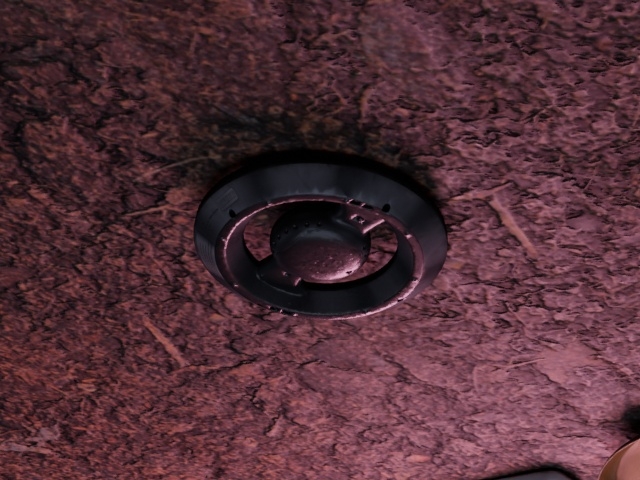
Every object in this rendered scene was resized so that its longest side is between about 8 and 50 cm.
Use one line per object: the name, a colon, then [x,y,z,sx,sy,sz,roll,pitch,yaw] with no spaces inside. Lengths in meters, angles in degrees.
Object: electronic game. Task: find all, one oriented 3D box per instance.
electronic game: [0.000,0.000,1.631,0.229,0.048,0.229,2,143,2]

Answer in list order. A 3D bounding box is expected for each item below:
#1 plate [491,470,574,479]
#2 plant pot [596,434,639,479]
plate: [0.245,0.370,2.227,0.277,0.045,0.278,-16,142,36]
plant pot: [0.421,0.274,1.986,0.236,0.032,0.236,9,134,9]
